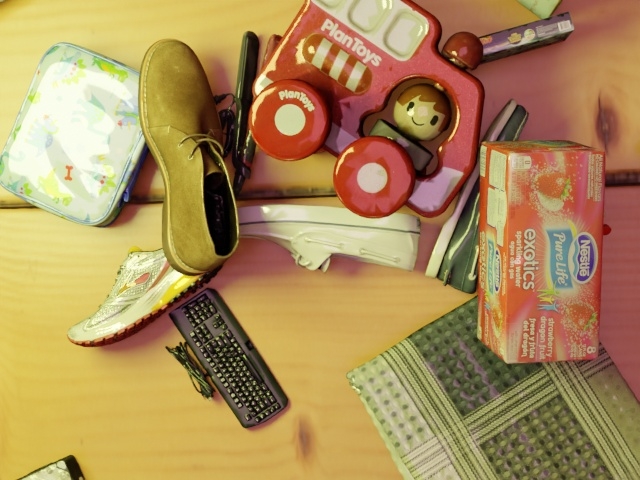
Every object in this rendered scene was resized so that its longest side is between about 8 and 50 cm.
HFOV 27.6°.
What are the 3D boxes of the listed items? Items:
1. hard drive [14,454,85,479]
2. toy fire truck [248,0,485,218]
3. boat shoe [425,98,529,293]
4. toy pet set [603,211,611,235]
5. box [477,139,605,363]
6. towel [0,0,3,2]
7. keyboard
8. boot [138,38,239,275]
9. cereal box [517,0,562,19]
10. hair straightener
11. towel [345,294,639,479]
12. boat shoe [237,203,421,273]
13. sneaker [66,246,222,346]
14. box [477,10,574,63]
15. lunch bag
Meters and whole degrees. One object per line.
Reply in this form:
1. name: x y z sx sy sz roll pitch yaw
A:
1. hard drive: -0.437 0.461 1.732 0.338 0.064 0.237 -24 88 4
2. toy fire truck: 0.071 -0.181 1.626 0.302 0.169 0.254 34 103 5
3. boat shoe: 0.217 -0.055 1.678 0.079 0.095 0.255 24 93 5
4. toy pet set: 0.304 -0.048 1.697 0.122 0.065 0.114 -19 132 4
5. box: 0.264 0.010 1.580 0.122 0.128 0.257 -2 100 -8
6. towel: -0.434 -0.520 1.725 0.320 0.090 0.375 -27 88 6
7. keyboard: -0.133 0.165 1.727 0.100 0.038 0.192 -35 87 3
8. boot: -0.152 -0.115 1.639 0.112 0.115 0.305 -7 84 -29
9. cereal box: 0.210 -0.375 1.641 0.240 0.173 0.047 36 91 2
10. hair straightener: -0.112 -0.165 1.732 0.089 0.047 0.231 14 97 25
11. towel: 0.242 0.233 1.667 0.312 0.056 0.324 -30 80 -10
12. boat shoe: 0.000 0.000 1.691 0.258 0.095 0.084 3 86 4
13. sneaker: -0.239 0.062 1.717 0.225 0.088 0.093 -36 84 -7
14. box: 0.252 -0.257 1.677 0.137 0.094 0.027 -15 89 3
15. lunch bag: -0.309 -0.134 1.712 0.176 0.090 0.219 23 90 4
